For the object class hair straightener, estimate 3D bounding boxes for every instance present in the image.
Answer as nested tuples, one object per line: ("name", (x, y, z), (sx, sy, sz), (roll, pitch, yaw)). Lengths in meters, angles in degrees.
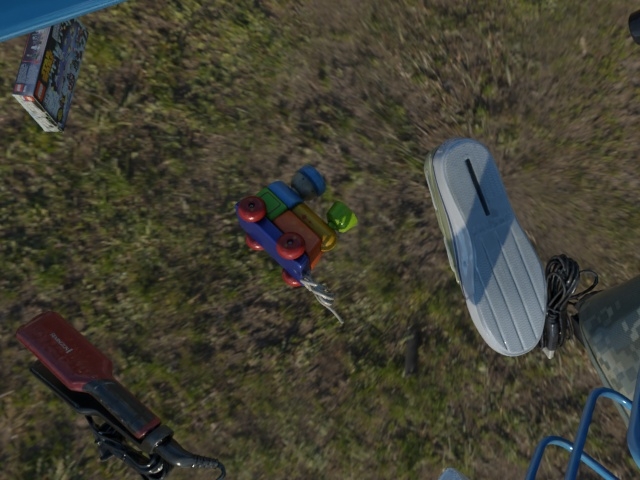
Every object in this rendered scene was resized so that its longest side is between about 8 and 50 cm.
("hair straightener", (-0.156, 0.139, 0.701), (0.230, 0.047, 0.089), (25, 135, 34))

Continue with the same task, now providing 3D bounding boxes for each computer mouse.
("computer mouse", (0.417, 0.147, 1.230), (0.272, 0.072, 0.188), (26, 140, 28))

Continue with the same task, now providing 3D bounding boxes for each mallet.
("mallet", (0.391, -0.270, 0.949), (0.062, 0.190, 0.039), (-7, 123, 49))

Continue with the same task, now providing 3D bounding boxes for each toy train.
("toy train", (0.000, 0.000, 1.320), (0.143, 0.105, 0.248), (-39, 65, -17))

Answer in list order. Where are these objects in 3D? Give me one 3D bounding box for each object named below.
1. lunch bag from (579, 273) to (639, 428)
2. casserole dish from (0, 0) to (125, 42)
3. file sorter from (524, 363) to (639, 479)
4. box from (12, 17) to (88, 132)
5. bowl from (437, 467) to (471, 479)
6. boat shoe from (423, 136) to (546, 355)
("lunch bag", (0.349, 0.063, 0.548), (0.256, 0.305, 0.213), (-39, 59, 28))
("casserole dish", (-0.104, -0.101, 0.258), (0.188, 0.114, 0.037), (-17, 77, 7))
("file sorter", (0.168, 0.088, 0.352), (0.104, 0.118, 0.170), (38, 122, 7))
("box", (-0.309, -0.206, 1.030), (0.027, 0.094, 0.137), (6, 73, 8))
("bowl", (0.148, 0.335, 0.962), (0.053, 0.142, 0.142), (24, 100, -16))
("boat shoe", (0.220, 0.005, 1.192), (0.109, 0.094, 0.302), (-18, 98, -10))
